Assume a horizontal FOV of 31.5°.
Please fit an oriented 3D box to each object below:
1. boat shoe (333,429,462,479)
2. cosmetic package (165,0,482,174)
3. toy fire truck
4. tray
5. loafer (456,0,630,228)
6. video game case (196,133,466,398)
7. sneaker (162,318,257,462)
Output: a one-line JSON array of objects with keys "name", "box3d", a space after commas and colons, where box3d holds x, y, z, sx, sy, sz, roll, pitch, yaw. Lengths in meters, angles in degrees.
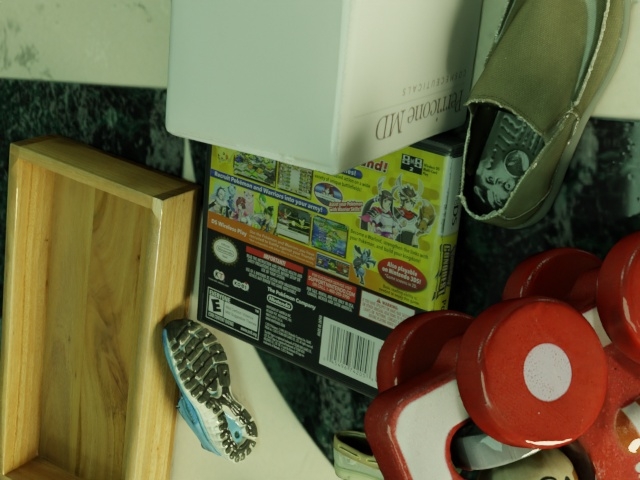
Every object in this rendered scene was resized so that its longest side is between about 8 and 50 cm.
[{"name": "boat shoe", "box3d": [0.067, 0.202, 1.061, 0.135, 0.050, 0.045, -4, 107, 33]}, {"name": "cosmetic package", "box3d": [0.023, -0.300, 0.834, 0.161, 0.230, 0.453, 17, 113, 27]}, {"name": "toy fire truck", "box3d": [0.194, 0.143, 0.824, 0.254, 0.302, 0.169, 66, 157, -2]}, {"name": "tray", "box3d": [-0.246, 0.111, 1.222, 0.203, 0.076, 0.411, 20, 115, 26]}, {"name": "loafer", "box3d": [0.168, -0.117, 0.879, 0.094, 0.087, 0.251, 22, 115, 26]}, {"name": "video game case", "box3d": [0.000, 0.000, 1.038, 0.275, 0.035, 0.248, 20, 114, 35]}, {"name": "sneaker", "box3d": [-0.129, 0.156, 1.159, 0.073, 0.063, 0.162, -7, 110, 43]}]
